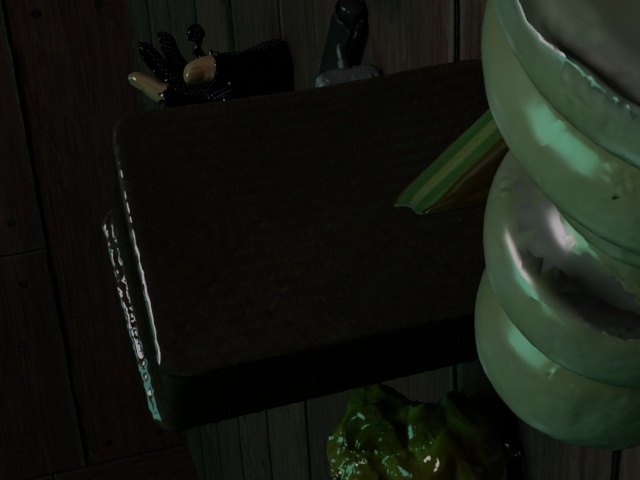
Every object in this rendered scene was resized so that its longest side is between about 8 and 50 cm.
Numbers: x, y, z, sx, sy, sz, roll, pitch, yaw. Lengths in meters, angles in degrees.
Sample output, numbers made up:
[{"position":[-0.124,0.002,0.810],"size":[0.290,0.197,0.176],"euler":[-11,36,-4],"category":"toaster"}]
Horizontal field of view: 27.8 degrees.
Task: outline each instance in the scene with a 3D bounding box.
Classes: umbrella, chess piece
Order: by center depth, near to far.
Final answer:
[{"position":[0.140,-0.020,0.533],"size":[0.330,0.182,0.182],"euler":[91,163,-61],"category":"chess piece"},{"position":[0.020,-0.173,1.190],"size":[0.036,0.031,0.133],"euler":[49,156,19],"category":"umbrella"}]

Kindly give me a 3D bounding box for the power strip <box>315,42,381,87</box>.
[{"position":[0.048,-0.058,1.093],"size":[0.027,0.060,0.253],"euler":[106,150,-63],"category":"power strip"}]

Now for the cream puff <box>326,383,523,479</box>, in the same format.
[{"position":[0.075,0.178,1.018],"size":[0.156,0.156,0.121],"euler":[129,146,-73],"category":"cream puff"}]

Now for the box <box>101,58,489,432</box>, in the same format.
[{"position":[0.000,0.001,0.878],"size":[0.143,0.273,0.184],"euler":[109,147,-66],"category":"box"}]

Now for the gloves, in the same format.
[{"position":[-0.128,-0.180,1.473],"size":[0.129,0.180,0.106],"euler":[-119,22,-55],"category":"gloves"}]

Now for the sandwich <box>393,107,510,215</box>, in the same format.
[{"position":[0.098,-0.064,0.753],"size":[0.074,0.116,0.074],"euler":[-156,55,-73],"category":"sandwich"}]
